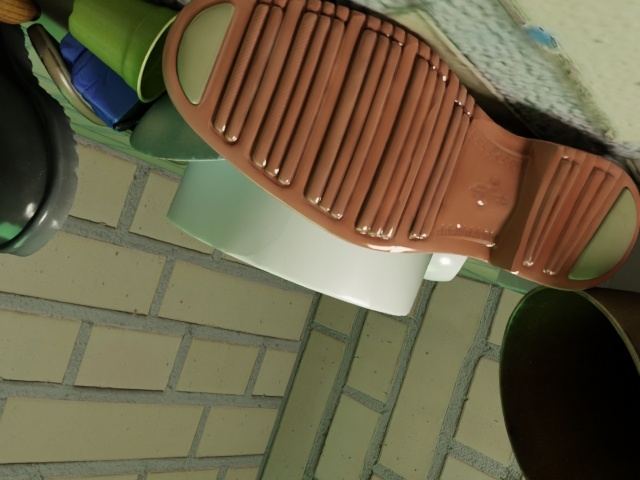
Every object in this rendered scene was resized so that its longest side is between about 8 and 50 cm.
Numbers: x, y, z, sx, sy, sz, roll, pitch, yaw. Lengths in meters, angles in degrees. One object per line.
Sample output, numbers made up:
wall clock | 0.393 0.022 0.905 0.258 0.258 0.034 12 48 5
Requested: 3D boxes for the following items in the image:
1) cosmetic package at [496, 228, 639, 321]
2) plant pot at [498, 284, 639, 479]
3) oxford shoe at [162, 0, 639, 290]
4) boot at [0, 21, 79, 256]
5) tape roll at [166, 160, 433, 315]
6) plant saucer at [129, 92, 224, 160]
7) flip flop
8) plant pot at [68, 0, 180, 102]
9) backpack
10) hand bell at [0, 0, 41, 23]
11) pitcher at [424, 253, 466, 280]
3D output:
cosmetic package | 0.340 0.035 0.643 0.237 0.127 0.107 21 179 -12
plant pot | 0.321 0.142 0.527 0.230 0.216 0.215 -1 -178 -13
oxford shoe | 0.064 -0.063 0.460 0.396 0.141 0.146 23 -174 -23
boot | -0.444 -0.171 0.437 0.367 0.146 0.445 52 -165 31
tape roll | -0.016 -0.018 0.634 0.286 0.100 0.286 21 -178 -1
plant saucer | -0.078 -0.123 0.523 0.194 0.038 0.195 -4 -152 2
flip flop | -0.232 -0.178 0.702 0.112 0.080 0.277 55 -169 30
plant pot | -0.161 -0.172 0.481 0.079 0.083 0.083 32 177 -2
backpack | -0.195 -0.168 0.572 0.101 0.098 0.120 49 172 -10
hand bell | -0.309 -0.217 0.482 0.126 0.126 0.242 19 -171 0
pitcher | 0.168 -0.018 1.033 0.207 0.126 0.178 30 170 2
